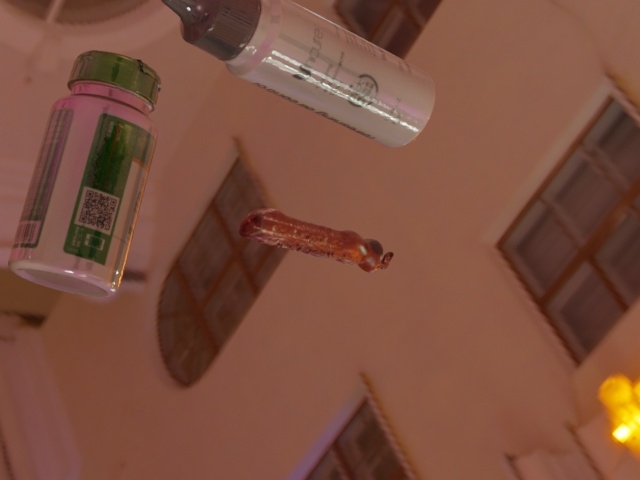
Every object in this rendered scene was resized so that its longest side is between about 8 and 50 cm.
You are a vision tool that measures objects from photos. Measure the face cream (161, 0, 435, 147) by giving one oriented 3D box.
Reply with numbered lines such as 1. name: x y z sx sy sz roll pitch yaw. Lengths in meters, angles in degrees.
1. face cream: -0.024 -0.183 1.258 0.311 0.092 0.092 23 -150 -37

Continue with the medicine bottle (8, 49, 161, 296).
1. medicine bottle: -0.269 -0.080 1.513 0.133 0.133 0.274 18 -105 -25

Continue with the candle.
1. candle: 0.000 0.000 1.761 0.048 0.051 0.329 30 -172 34
